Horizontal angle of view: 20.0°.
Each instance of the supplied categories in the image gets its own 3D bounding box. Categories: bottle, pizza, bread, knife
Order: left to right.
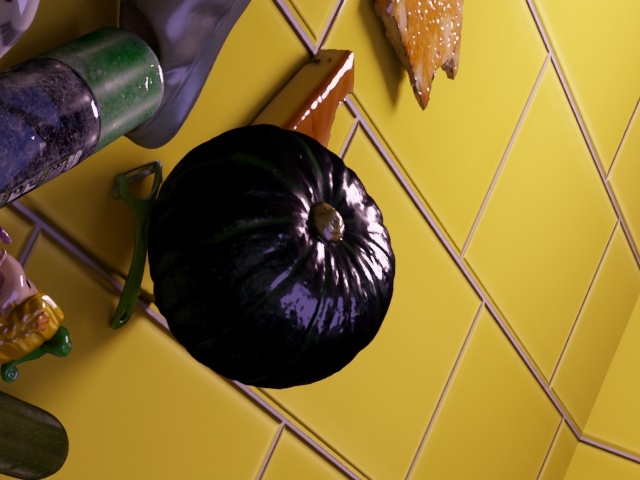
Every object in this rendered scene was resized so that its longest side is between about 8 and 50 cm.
[{"bbox_3d":[-0.243,-0.076,1.378,0.330,0.093,0.093,-38,140,-52],"label":"bottle"},{"bbox_3d":[-0.174,0.009,1.682,0.078,0.023,0.166,-22,126,-54],"label":"knife"},{"bbox_3d":[-0.033,-0.104,1.865,0.226,0.049,0.088,-51,149,-39],"label":"bread"},{"bbox_3d":[0.125,-0.264,2.103,0.181,0.034,0.262,-58,153,-26],"label":"pizza"}]

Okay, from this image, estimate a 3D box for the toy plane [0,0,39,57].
[{"bbox_3d":[-0.224,-0.246,1.287,0.251,0.101,0.255,-8,119,-64],"label":"toy plane"}]

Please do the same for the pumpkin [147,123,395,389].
[{"bbox_3d":[-0.065,0.028,1.695,0.248,0.248,0.248,-46,146,-44],"label":"pumpkin"}]

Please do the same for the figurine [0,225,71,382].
[{"bbox_3d":[-0.270,0.059,1.433,0.115,0.095,0.156,-34,138,-5],"label":"figurine"}]

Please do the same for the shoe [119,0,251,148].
[{"bbox_3d":[-0.125,-0.199,1.525,0.100,0.103,0.251,14,104,-44],"label":"shoe"}]

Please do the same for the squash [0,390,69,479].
[{"bbox_3d":[-0.275,0.158,1.514,0.069,0.069,0.239,-67,157,-8],"label":"squash"}]
